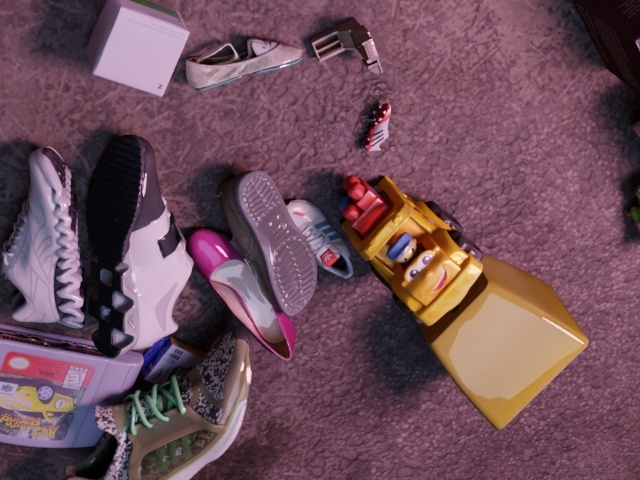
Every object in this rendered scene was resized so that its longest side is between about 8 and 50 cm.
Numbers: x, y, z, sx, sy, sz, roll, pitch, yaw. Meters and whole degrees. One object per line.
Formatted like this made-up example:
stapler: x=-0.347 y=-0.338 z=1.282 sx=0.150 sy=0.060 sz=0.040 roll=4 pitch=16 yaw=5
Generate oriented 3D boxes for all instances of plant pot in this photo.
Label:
plant pot: x=0.279 y=0.142 z=1.814 sx=0.187 sy=0.212 sz=0.212 roll=38 pitch=104 yaw=-21

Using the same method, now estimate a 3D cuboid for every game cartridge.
game cartridge: x=-0.446 y=0.233 z=1.705 sx=0.294 sy=0.060 sz=0.196 roll=14 pitch=120 yaw=-26

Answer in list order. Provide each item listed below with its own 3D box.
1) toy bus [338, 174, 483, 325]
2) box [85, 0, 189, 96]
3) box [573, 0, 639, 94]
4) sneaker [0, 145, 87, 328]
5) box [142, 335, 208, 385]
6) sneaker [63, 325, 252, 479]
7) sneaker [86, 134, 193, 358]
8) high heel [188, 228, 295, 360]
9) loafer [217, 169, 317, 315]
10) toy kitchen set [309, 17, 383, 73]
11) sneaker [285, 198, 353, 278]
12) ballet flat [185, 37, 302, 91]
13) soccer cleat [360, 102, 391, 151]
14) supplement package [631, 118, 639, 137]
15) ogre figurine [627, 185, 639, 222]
toy bus: x=0.117 y=-0.005 z=1.653 sx=0.211 sy=0.220 sz=0.149 roll=39 pitch=100 yaw=-27
box: x=-0.242 y=-0.261 z=1.436 sx=0.101 sy=0.087 sz=0.102 roll=16 pitch=115 yaw=-27
box: x=0.506 y=-0.316 z=1.591 sx=0.167 sy=0.203 sz=0.168 roll=-36 pitch=126 yaw=5
sneaker: x=-0.399 y=0.004 z=1.549 sx=0.118 sy=0.110 sz=0.292 roll=-2 pitch=122 yaw=-8
box: x=-0.225 y=0.210 z=1.781 sx=0.136 sy=0.028 sz=0.081 roll=28 pitch=109 yaw=-34
sneaker: x=-0.259 y=0.289 z=1.708 sx=0.182 sy=0.158 sz=0.410 roll=29 pitch=106 yaw=-31
sneaker: x=-0.255 y=0.000 z=1.595 sx=0.146 sy=0.122 sz=0.331 roll=-12 pitch=118 yaw=-41
high heel: x=-0.120 y=0.086 z=1.682 sx=0.082 sy=0.117 sz=0.244 roll=-31 pitch=126 yaw=2
loafer: x=-0.082 y=0.001 z=1.657 sx=0.094 sy=0.087 sz=0.251 roll=-37 pitch=120 yaw=-32
toy kitchen set: x=0.040 y=-0.257 z=1.539 sx=0.075 sy=0.083 sz=0.068 roll=-26 pitch=125 yaw=-2
sneaker: x=0.000 y=0.000 z=1.695 sx=0.057 sy=0.075 sz=0.161 roll=-39 pitch=125 yaw=8
ballet flat: x=-0.106 y=-0.253 z=1.511 sx=0.168 sy=0.057 sz=0.052 roll=-18 pitch=116 yaw=-8
soccer cleat: x=0.091 y=-0.171 z=1.649 sx=0.035 sy=0.029 sz=0.083 roll=6 pitch=123 yaw=-32
supplement package: x=0.671 y=-0.202 z=1.700 sx=0.293 sy=0.177 sz=0.175 roll=-39 pitch=93 yaw=8
ogre figurine: x=0.594 y=-0.055 z=1.856 sx=0.118 sy=0.097 sz=0.197 roll=-26 pitch=138 yaw=-16
